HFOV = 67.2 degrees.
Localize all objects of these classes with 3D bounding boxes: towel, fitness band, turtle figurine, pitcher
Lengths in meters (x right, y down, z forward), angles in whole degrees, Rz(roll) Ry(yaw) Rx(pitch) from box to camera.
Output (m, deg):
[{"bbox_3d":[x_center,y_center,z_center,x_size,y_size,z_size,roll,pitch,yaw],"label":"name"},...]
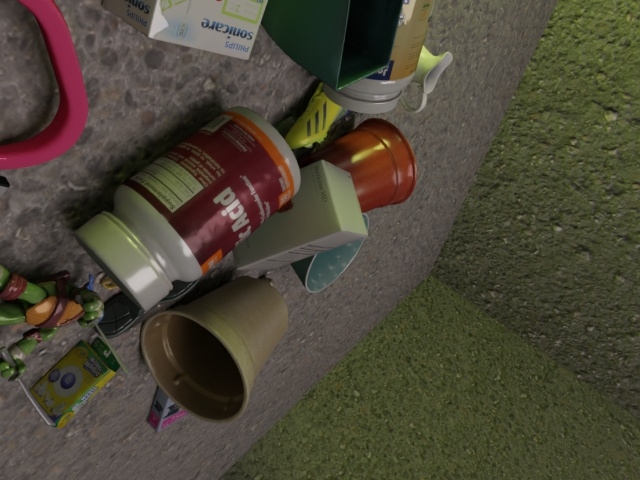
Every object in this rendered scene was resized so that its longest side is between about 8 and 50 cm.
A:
[{"bbox_3d":[-0.112,-0.235,1.204,0.152,0.023,0.113,-40,153,-28],"label":"towel"},{"bbox_3d":[-0.405,-0.200,0.590,0.208,0.054,0.291,-26,153,-27],"label":"fitness band"},{"bbox_3d":[-0.468,0.150,0.794,0.266,0.197,0.275,36,48,-50],"label":"turtle figurine"},{"bbox_3d":[0.221,-0.458,1.292,0.125,0.207,0.178,-20,140,-53],"label":"pitcher"}]

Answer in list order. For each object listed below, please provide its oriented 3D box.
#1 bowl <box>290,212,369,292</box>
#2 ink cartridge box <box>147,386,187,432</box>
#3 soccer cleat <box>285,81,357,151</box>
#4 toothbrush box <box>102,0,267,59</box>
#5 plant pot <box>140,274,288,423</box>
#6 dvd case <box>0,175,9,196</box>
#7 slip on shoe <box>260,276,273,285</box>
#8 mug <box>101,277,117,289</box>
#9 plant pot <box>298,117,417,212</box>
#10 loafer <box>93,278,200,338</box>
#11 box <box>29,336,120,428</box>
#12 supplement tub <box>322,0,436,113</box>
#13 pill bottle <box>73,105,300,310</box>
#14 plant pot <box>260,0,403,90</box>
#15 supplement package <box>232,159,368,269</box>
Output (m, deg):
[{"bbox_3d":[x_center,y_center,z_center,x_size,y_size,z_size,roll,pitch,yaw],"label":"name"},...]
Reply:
[{"bbox_3d":[0.000,0.000,1.569,0.311,0.163,0.312,-42,154,-26],"label":"bowl"},{"bbox_3d":[-0.424,0.447,1.520,0.185,0.065,0.311,-20,138,-54],"label":"ink cartridge box"},{"bbox_3d":[-0.005,-0.322,1.202,0.289,0.093,0.121,-46,126,-35],"label":"soccer cleat"},{"bbox_3d":[-0.165,-0.435,0.698,0.206,0.122,0.283,-15,137,-56],"label":"toothbrush box"},{"bbox_3d":[-0.252,0.260,1.309,0.305,0.333,0.334,-41,156,-54],"label":"plant pot"},{"bbox_3d":[-0.554,-0.010,0.609,0.253,0.022,0.180,-44,159,10],"label":"dvd case"},{"bbox_3d":[-0.203,0.176,1.589,0.041,0.051,0.135,20,120,-25],"label":"slip on shoe"},{"bbox_3d":[-0.418,0.077,1.033,0.064,0.078,0.062,92,7,-67],"label":"mug"},{"bbox_3d":[0.087,-0.183,1.389,0.265,0.272,0.273,-28,147,-31],"label":"plant pot"},{"bbox_3d":[-0.395,0.131,1.118,0.267,0.096,0.084,-35,171,-24],"label":"loafer"},{"bbox_3d":[-0.532,0.302,1.049,0.179,0.105,0.043,-47,157,-18],"label":"box"},{"bbox_3d":[0.120,-0.467,1.060,0.228,0.228,0.316,-36,151,-36],"label":"supplement tub"},{"bbox_3d":[-0.245,-0.064,0.931,0.392,0.224,0.224,-44,155,-23],"label":"pill bottle"},{"bbox_3d":[0.005,-0.423,0.893,0.165,0.234,0.166,-36,151,-35],"label":"plant pot"},{"bbox_3d":[-0.063,-0.052,1.183,0.292,0.178,0.175,-20,168,23],"label":"supplement package"}]
